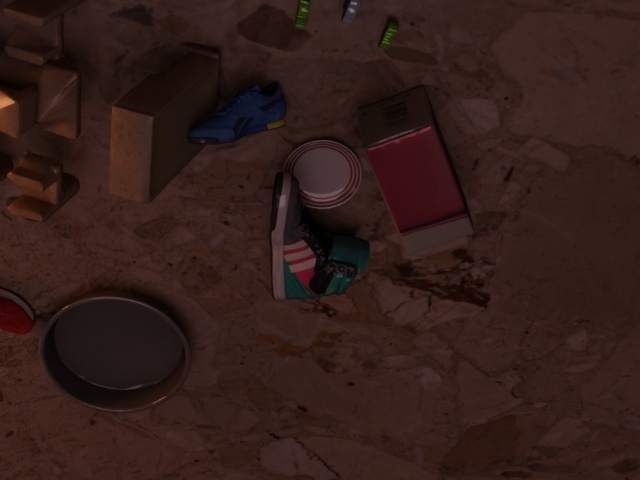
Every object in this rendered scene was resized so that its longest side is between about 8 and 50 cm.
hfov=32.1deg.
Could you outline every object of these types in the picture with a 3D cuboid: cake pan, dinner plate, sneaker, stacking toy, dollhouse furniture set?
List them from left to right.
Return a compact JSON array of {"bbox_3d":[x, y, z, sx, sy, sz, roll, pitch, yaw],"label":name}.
[{"bbox_3d":[-0.640,0.137,2.064,0.221,0.128,0.087,32,118,-20],"label":"sneaker"},{"bbox_3d":[-0.396,-0.237,1.811,0.394,0.256,0.362,17,124,12],"label":"dollhouse furniture set"},{"bbox_3d":[-0.397,0.211,2.166,0.293,0.054,0.293,-1,124,-1],"label":"cake pan"},{"bbox_3d":[-0.139,-0.210,1.828,0.069,0.209,0.082,13,116,41],"label":"sneaker"},{"bbox_3d":[0.000,0.000,1.983,0.178,0.124,0.296,1,138,1],"label":"sneaker"},{"bbox_3d":[0.003,-0.119,1.979,0.141,0.017,0.141,-1,124,-2],"label":"dinner plate"},{"bbox_3d":[0.061,-0.395,1.749,0.166,0.052,0.221,12,139,-10],"label":"stacking toy"}]

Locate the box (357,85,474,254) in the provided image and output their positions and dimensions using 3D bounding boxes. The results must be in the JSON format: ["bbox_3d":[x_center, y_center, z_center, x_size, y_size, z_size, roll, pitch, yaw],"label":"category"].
[{"bbox_3d":[0.163,-0.119,1.904,0.126,0.149,0.232,-19,123,10],"label":"box"}]
